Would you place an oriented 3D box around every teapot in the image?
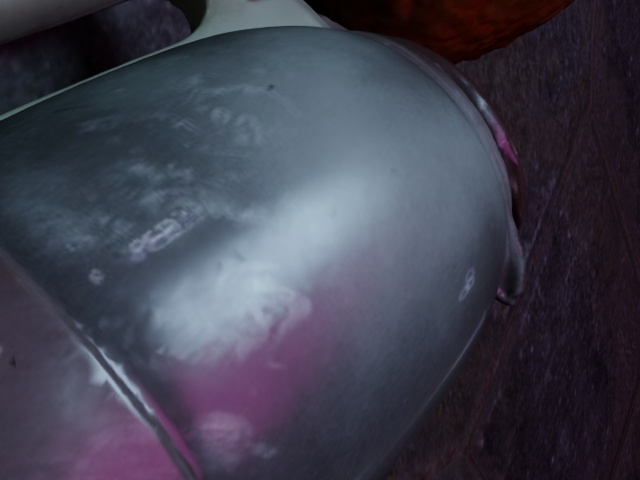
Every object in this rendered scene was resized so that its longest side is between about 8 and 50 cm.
[{"bbox_3d":[-0.068,-0.011,0.500,0.312,0.315,0.233,-38,170,-28],"label":"teapot"}]

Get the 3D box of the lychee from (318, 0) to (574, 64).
[{"bbox_3d":[0.105,-0.257,0.736,0.300,0.255,0.255,-53,158,25],"label":"lychee"}]
